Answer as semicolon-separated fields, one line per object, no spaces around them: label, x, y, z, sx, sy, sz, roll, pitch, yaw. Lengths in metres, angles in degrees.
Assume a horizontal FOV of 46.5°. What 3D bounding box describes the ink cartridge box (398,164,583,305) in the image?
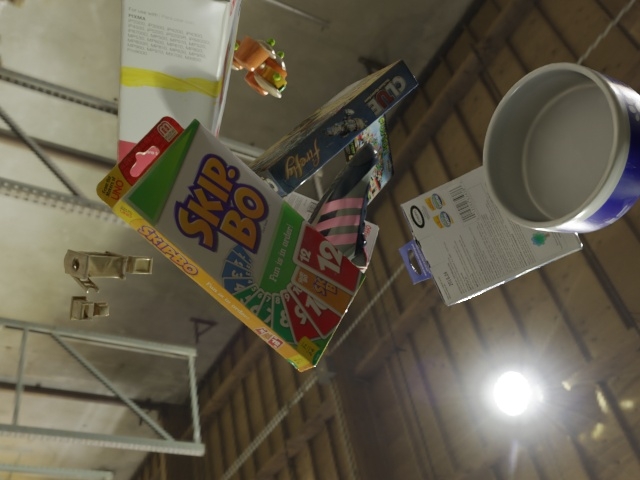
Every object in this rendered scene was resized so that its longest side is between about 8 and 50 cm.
ink cartridge box;0.370;-0.021;1.754;0.395;0.151;0.270;-26;-100;15

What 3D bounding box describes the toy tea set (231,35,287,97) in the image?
toy tea set;-0.152;-0.472;1.921;0.124;0.200;0.336;-51;-158;0

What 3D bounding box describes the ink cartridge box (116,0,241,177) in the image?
ink cartridge box;-0.227;-0.316;1.233;0.385;0.160;0.279;108;-9;-47

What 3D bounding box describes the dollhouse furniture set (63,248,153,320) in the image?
dollhouse furniture set;-0.520;0.109;1.804;0.101;0.182;0.161;12;-85;42

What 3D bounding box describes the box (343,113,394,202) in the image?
box;0.100;-0.187;1.564;0.036;0.207;0.114;22;-123;31

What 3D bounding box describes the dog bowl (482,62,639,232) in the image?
dog bowl;0.395;-0.145;1.205;0.265;0.104;0.265;-14;-107;54

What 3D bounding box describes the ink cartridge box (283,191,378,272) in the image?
ink cartridge box;0.000;0.000;1.479;0.148;0.203;0.086;-66;179;-57

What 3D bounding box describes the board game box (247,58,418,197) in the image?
board game box;-0.001;-0.140;0.994;0.243;0.042;0.165;-42;-166;-20

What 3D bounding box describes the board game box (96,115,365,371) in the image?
board game box;-0.078;-0.003;0.716;0.039;0.259;0.124;-35;-162;51

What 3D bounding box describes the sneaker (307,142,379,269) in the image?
sneaker;0.042;-0.017;1.310;0.319;0.131;0.112;-60;-179;-10
